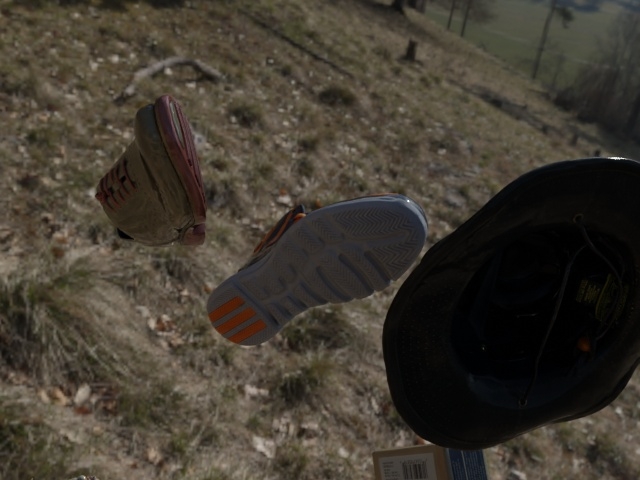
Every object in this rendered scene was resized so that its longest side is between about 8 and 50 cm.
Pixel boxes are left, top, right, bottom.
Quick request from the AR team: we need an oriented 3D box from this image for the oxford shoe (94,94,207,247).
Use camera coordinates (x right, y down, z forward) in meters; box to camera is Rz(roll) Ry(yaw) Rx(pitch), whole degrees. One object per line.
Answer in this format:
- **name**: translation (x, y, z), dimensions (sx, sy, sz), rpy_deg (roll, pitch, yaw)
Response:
- **oxford shoe**: translation (-0.211, -0.060, 0.953), dimensions (0.130, 0.348, 0.123), rpy_deg (-10, 70, -11)

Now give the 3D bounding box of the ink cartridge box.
- **ink cartridge box**: translation (0.191, 0.444, 1.323), dimensions (0.088, 0.193, 0.234), rpy_deg (1, -18, -28)

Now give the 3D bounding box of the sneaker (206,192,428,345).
- **sneaker**: translation (0.000, 0.000, 0.967), dimensions (0.321, 0.124, 0.180), rpy_deg (-26, 20, 31)

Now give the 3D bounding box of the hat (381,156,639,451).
- **hat**: translation (0.189, 0.041, 0.750), dimensions (0.331, 0.331, 0.134), rpy_deg (-2, 29, -24)

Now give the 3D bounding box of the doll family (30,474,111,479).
- **doll family**: translation (-0.375, 0.386, 1.022), dimensions (0.163, 0.118, 0.263), rpy_deg (4, 36, 32)
